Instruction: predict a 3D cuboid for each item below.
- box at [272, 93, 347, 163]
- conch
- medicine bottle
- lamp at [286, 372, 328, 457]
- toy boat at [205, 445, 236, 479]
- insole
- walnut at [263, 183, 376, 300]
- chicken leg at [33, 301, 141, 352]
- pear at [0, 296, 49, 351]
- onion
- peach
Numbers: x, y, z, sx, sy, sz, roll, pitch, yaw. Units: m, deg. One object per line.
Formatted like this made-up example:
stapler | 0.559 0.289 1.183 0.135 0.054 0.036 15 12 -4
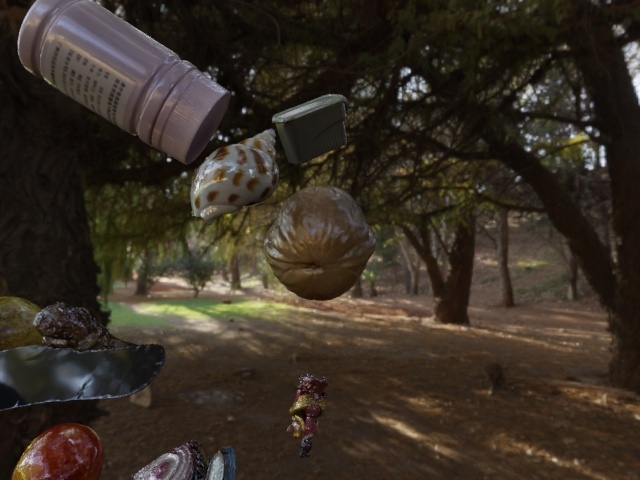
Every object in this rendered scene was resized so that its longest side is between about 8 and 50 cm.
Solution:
box | -0.023 -0.403 1.684 0.274 0.178 0.138 -26 29 -22
conch | -0.189 -0.158 1.095 0.183 0.148 0.275 21 43 28
medicine bottle | -0.264 -0.224 0.652 0.250 0.133 0.133 30 -10 -8
lamp | -0.045 0.563 1.516 0.119 0.253 0.118 10 -18 3
toy boat | -0.201 0.489 0.945 0.060 0.137 0.061 -11 -35 18
insole | -0.334 0.165 0.571 0.323 0.007 0.109 -7 33 14
walnut | 0.000 0.000 1.264 0.333 0.332 0.333 1 -5 0
chicken leg | -0.422 0.182 0.849 0.196 0.080 0.125 34 11 -44
pear | -0.737 0.220 1.077 0.198 0.197 0.197 1 -5 0
onion | -0.389 0.720 1.302 0.216 0.206 0.207 -29 35 -9
peach | -0.846 0.729 1.505 0.281 0.280 0.238 1 -46 -1
